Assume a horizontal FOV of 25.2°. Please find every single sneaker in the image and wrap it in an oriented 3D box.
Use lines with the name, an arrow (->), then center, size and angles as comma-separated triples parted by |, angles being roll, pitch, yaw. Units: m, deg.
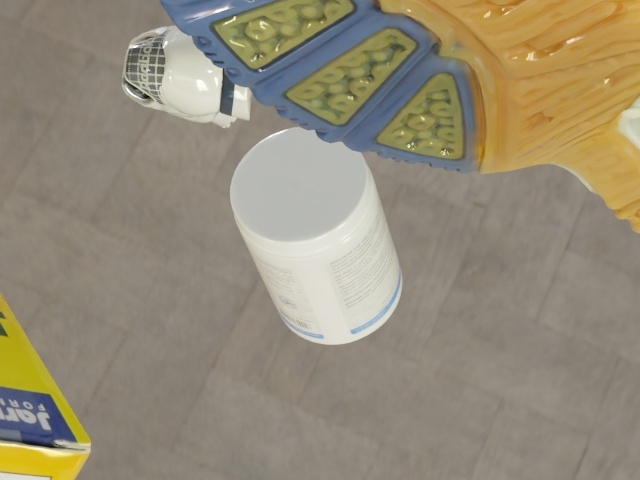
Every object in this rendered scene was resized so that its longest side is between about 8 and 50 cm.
sneaker -> 0.069, -0.087, 0.401 | 0.296, 0.112, 0.130 | 21, 61, -40
sneaker -> -0.107, -0.134, 1.113 | 0.095, 0.235, 0.090 | 0, 92, -8

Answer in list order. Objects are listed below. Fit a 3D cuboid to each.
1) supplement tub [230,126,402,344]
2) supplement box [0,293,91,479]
supplement tub -> 0.000, 0.000, 0.721 | 0.071, 0.107, 0.071 | -6, 58, 9
supplement box -> -0.335, 0.197, 0.903 | 0.356, 0.194, 0.195 | -58, 46, 17
